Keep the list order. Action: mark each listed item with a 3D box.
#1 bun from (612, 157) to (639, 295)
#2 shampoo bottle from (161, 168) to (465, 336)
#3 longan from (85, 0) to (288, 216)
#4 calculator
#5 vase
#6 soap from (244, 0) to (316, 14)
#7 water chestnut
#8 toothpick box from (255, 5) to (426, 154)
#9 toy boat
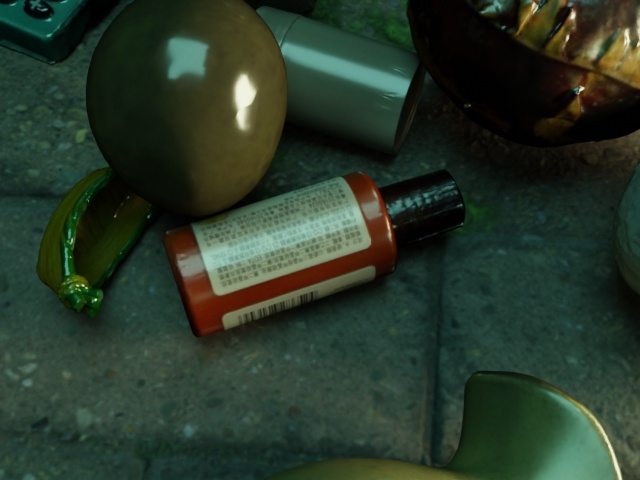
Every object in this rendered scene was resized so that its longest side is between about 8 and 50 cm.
[{"bbox_3d":[0.435,0.000,0.819,0.355,0.194,0.354,-2,60,3],"label":"bun"},{"bbox_3d":[0.000,0.000,0.878,0.278,0.104,0.104,-17,62,-9],"label":"shampoo bottle"},{"bbox_3d":[-0.120,-0.129,0.846,0.198,0.198,0.212,7,79,5],"label":"longan"},{"bbox_3d":[-0.340,-0.350,1.109,0.248,0.058,0.274,25,65,15],"label":"calculator"},{"bbox_3d":[0.082,0.293,0.669,0.302,0.241,0.329,-21,90,-25],"label":"vase"},{"bbox_3d":[-0.094,-0.345,1.008,0.138,0.182,0.199,-27,81,-15],"label":"soap"},{"bbox_3d":[0.237,-0.235,0.887,0.300,0.300,0.299,0,61,1],"label":"water chestnut"},{"bbox_3d":[0.007,-0.165,0.967,0.181,0.111,0.111,19,63,10],"label":"toothpick box"},{"bbox_3d":[-0.194,-0.020,0.899,0.088,0.089,0.229,8,48,22],"label":"toy boat"}]
